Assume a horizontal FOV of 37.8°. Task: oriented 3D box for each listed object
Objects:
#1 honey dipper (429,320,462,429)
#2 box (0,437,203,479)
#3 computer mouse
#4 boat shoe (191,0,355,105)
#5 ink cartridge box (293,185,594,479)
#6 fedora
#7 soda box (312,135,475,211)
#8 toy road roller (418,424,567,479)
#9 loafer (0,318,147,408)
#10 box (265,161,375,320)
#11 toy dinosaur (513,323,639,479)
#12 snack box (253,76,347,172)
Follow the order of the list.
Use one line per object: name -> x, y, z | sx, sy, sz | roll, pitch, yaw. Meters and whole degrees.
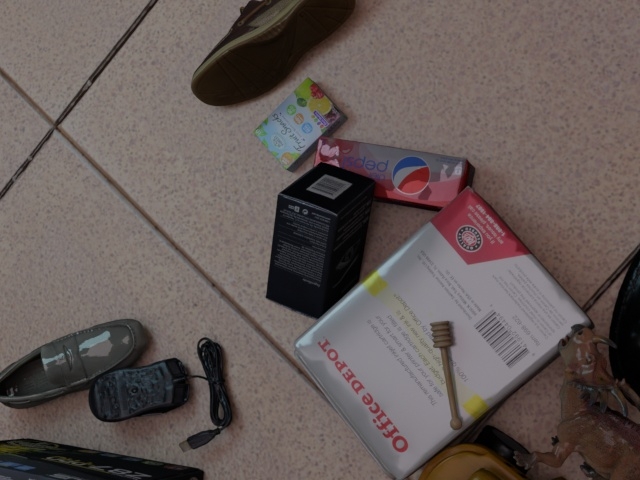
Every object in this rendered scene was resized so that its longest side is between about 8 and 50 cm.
honey dipper -> 0.189, 0.199, 1.380 | 0.031, 0.030, 0.160 | -11, 83, 18
box -> -0.446, 0.417, 1.596 | 0.395, 0.318, 0.097 | 5, 86, 21
computer mouse -> -0.280, 0.300, 1.691 | 0.262, 0.060, 0.184 | -20, 73, 4
boat shoe -> -0.095, -0.376, 1.690 | 0.342, 0.123, 0.123 | -37, 43, 17
ink cartridge box -> 0.192, 0.150, 1.485 | 0.385, 0.160, 0.279 | -41, 73, 10
fedora -> 0.562, 0.105, 1.345 | 0.153, 0.334, 0.334 | 23, 91, -13
soda box -> 0.121, -0.110, 1.584 | 0.263, 0.083, 0.092 | 11, 87, 20
toy road roller -> 0.286, 0.440, 1.374 | 0.330, 0.241, 0.202 | 37, 96, 20
loafer -> -0.469, 0.233, 1.734 | 0.320, 0.111, 0.112 | -28, 75, 14
box -> 0.000, 0.000, 1.533 | 0.108, 0.153, 0.207 | 21, 122, 19
toy dinosaur -> 0.415, 0.281, 1.313 | 0.296, 0.127, 0.200 | 41, 123, -1
snack box -> -0.036, -0.206, 1.675 | 0.141, 0.037, 0.100 | -44, 71, 10
